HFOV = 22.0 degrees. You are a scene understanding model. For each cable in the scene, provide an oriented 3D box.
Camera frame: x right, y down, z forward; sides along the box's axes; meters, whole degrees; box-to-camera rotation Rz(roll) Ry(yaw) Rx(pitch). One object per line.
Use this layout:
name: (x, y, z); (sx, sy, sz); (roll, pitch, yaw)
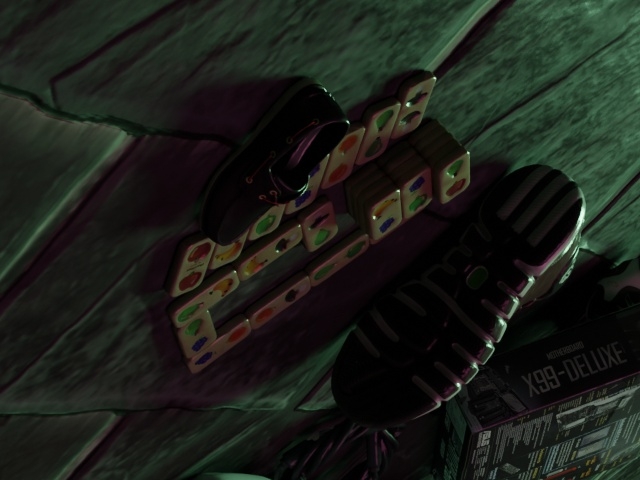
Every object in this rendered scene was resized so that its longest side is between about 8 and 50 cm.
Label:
cable: (0.021, 0.214, 1.631); (0.150, 0.047, 0.184); (-44, 155, -4)

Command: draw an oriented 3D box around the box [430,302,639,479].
box: (0.253, 0.198, 1.828); (0.242, 0.076, 0.307); (-19, 153, -9)

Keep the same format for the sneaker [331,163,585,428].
sneaker: (0.141, 0.063, 1.459); (0.281, 0.106, 0.162); (-45, 160, 9)

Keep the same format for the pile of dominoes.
pile of dominoes: (0.000, 0.000, 1.205); (0.251, 0.040, 0.196); (-36, 157, -12)

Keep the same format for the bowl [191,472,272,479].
bowl: (-0.105, 0.261, 1.497); (0.142, 0.053, 0.142); (-46, 157, 12)

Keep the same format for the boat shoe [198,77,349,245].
boat shoe: (-0.032, -0.043, 1.071); (0.133, 0.042, 0.049); (-50, 150, 22)

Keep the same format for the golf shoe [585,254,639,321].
golf shoe: (0.332, 0.073, 1.829); (0.094, 0.077, 0.198); (-18, 151, -7)
